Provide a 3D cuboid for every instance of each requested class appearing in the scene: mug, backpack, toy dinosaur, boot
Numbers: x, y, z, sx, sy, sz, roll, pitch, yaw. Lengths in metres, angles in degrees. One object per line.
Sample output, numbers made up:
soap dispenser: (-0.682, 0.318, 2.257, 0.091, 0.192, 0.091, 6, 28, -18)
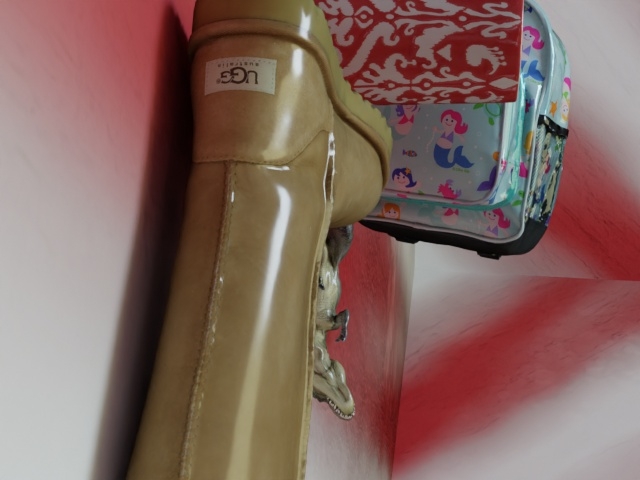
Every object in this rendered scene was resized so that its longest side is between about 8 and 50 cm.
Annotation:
mug: (0.063, -0.167, 0.881, 0.113, 0.169, 0.150, 62, 32, -76)
backpack: (0.128, -0.128, 1.181, 0.191, 0.225, 0.254, 29, 74, -64)
toy dinosaur: (0.000, 0.000, 0.914, 0.118, 0.064, 0.268, 93, -1, -79)
boot: (-0.030, 0.047, 0.582, 0.236, 0.089, 0.270, 49, 44, -66)
